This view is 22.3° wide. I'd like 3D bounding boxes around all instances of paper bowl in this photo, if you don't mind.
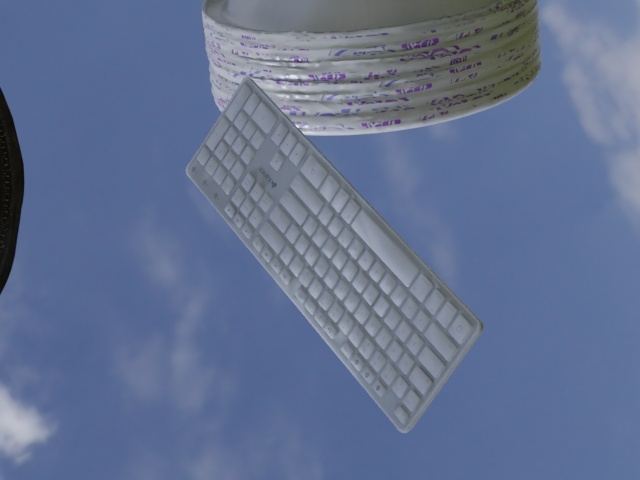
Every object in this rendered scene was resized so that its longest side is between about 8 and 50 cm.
[{"bbox_3d":[0.042,-0.200,1.370,0.284,0.284,0.148,-41,-50,-56],"label":"paper bowl"}]

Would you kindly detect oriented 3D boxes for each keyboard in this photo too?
[{"bbox_3d":[0.000,0.000,0.902,0.014,0.072,0.256,12,-154,-42],"label":"keyboard"}]

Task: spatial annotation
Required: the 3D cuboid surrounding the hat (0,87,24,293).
[{"bbox_3d":[-0.362,-0.037,1.026,0.331,0.331,0.134,61,-177,1],"label":"hat"}]
